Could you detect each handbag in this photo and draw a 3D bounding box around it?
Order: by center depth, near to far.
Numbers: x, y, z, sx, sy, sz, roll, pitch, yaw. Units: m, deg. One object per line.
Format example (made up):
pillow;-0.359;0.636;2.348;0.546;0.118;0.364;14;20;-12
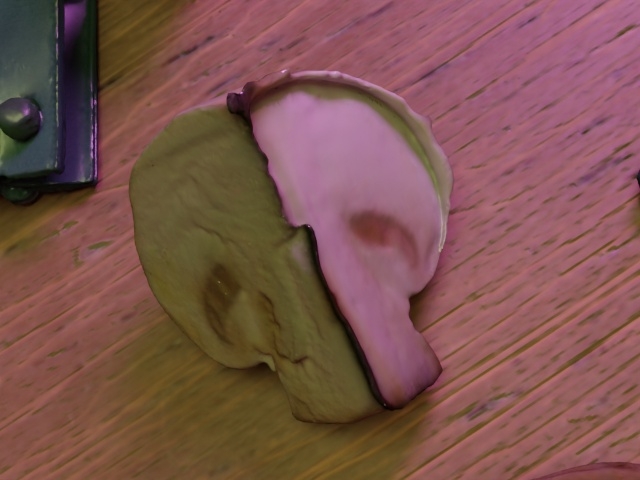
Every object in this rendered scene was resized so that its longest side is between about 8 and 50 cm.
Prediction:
handbag;-0.319;-0.158;0.763;0.269;0.100;0.274;-4;71;10

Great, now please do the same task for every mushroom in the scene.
mushroom;-0.013;-0.004;0.649;0.162;0.173;0.236;-36;109;-39

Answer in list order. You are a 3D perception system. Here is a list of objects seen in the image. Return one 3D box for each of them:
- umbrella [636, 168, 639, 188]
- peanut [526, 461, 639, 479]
umbrella;0.305;-0.174;0.609;0.143;0.094;0.348;12;89;35
peanut;0.115;0.213;0.545;0.253;0.122;0.137;-15;78;10
